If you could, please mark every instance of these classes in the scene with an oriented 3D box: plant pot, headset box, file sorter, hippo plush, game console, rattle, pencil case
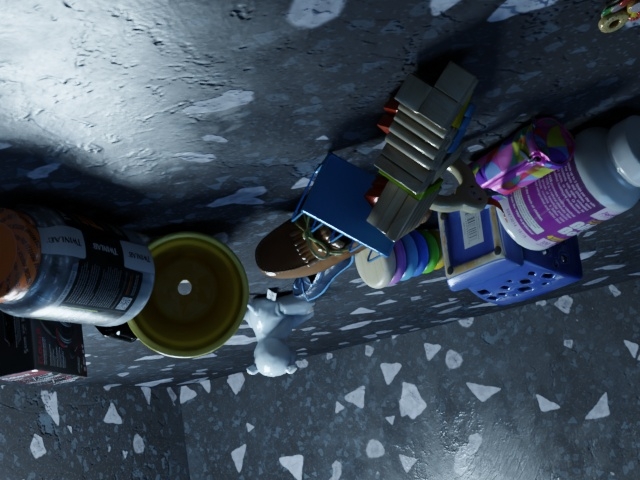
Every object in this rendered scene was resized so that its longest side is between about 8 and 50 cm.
[{"bbox_3d":[0.391,-0.006,1.783,0.212,0.236,0.236,10,157,-35],"label":"plant pot"},{"bbox_3d":[-0.650,0.208,1.884,0.110,0.218,0.293,-13,165,6],"label":"headset box"},{"bbox_3d":[-0.287,0.109,1.761,0.253,0.254,0.239,-7,-179,-10],"label":"plant pot"},{"bbox_3d":[0.051,-0.052,1.455,0.170,0.118,0.104,28,161,-10],"label":"file sorter"},{"bbox_3d":[-0.114,0.286,2.490,0.234,0.237,0.294,-10,165,1],"label":"hippo plush"},{"bbox_3d":[-0.442,0.147,1.822,0.044,0.213,0.361,-45,160,1],"label":"game console"},{"bbox_3d":[0.255,-0.116,1.432,0.199,0.130,0.143,25,128,7],"label":"rattle"},{"bbox_3d":[0.350,-0.138,1.501,0.104,0.105,0.236,-3,163,-26],"label":"pencil case"}]

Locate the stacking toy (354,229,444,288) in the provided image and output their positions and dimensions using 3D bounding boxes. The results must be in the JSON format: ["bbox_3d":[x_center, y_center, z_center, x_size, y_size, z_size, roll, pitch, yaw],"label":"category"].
[{"bbox_3d":[0.252,0.021,2.011,0.330,0.141,0.141,-10,167,-30],"label":"stacking toy"}]

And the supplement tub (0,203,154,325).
[{"bbox_3d":[-0.455,0.046,1.462,0.193,0.194,0.316,-16,165,21],"label":"supplement tub"}]

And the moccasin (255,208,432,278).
[{"bbox_3d":[0.031,-0.024,1.629,0.379,0.139,0.147,-17,163,23],"label":"moccasin"}]

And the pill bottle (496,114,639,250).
[{"bbox_3d":[0.488,-0.108,1.551,0.169,0.169,0.301,1,157,-36],"label":"pill bottle"}]

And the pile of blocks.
[{"bbox_3d":[0.146,-0.155,1.281,0.149,0.112,0.362,-43,162,-35],"label":"pile of blocks"}]

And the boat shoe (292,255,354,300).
[{"bbox_3d":[-0.015,0.062,2.043,0.089,0.109,0.258,7,142,-29],"label":"boat shoe"}]

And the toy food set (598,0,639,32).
[{"bbox_3d":[0.405,-0.301,1.079,0.083,0.020,0.082,-11,165,4],"label":"toy food set"}]
